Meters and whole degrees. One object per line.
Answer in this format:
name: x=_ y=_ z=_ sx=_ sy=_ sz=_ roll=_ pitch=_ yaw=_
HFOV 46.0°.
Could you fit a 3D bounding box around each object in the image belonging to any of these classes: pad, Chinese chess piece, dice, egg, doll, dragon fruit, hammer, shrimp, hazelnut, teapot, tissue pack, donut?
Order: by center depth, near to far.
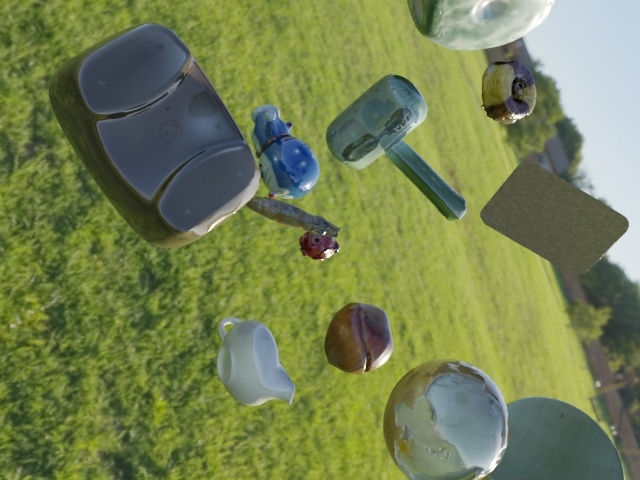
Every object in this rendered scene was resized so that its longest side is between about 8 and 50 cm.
egg: x=0.208 y=0.293 z=1.244 sx=0.201 sy=0.201 sz=0.244 roll=67 pitch=18 yaw=-4
teapot: x=-0.128 y=0.203 z=1.295 sx=0.092 sy=0.145 sz=0.226 roll=5 pitch=32 yaw=-32
tissue pack: x=-0.309 y=-0.188 z=1.398 sx=0.387 sy=0.267 sz=0.277 roll=58 pitch=-20 yaw=-17
hammer: x=0.181 y=-0.161 z=1.505 sx=0.335 sy=0.206 sz=0.119 roll=43 pitch=28 yaw=-22
donut: x=0.387 y=-0.301 z=1.534 sx=0.140 sy=0.059 sz=0.140 roll=0 pitch=90 yaw=-43
pad: x=0.480 y=-0.042 z=1.552 sx=0.266 sy=0.176 sz=0.002 roll=30 pitch=35 yaw=-5
shrimp: x=-0.063 y=-0.052 z=1.624 sx=0.126 sy=0.223 sz=0.047 roll=22 pitch=88 yaw=-85
Chinese chess piece: x=0.518 y=0.538 z=1.744 sx=0.146 sy=0.349 sz=0.349 roll=101 pitch=-18 yaw=-54
hazelnut: x=0.089 y=0.237 z=1.847 sx=0.182 sy=0.182 sz=0.182 roll=57 pitch=20 yaw=-34
dice: x=0.390 y=-0.703 z=1.860 sx=0.330 sy=0.328 sz=0.348 roll=93 pitch=-12 yaw=-63
doll: x=-0.110 y=-0.224 z=1.940 sx=0.257 sy=0.161 sz=0.215 roll=58 pitch=-12 yaw=30
dragon fruit: x=-0.002 y=0.003 z=2.236 sx=0.112 sy=0.126 sz=0.068 roll=-117 pitch=-154 yaw=-44
